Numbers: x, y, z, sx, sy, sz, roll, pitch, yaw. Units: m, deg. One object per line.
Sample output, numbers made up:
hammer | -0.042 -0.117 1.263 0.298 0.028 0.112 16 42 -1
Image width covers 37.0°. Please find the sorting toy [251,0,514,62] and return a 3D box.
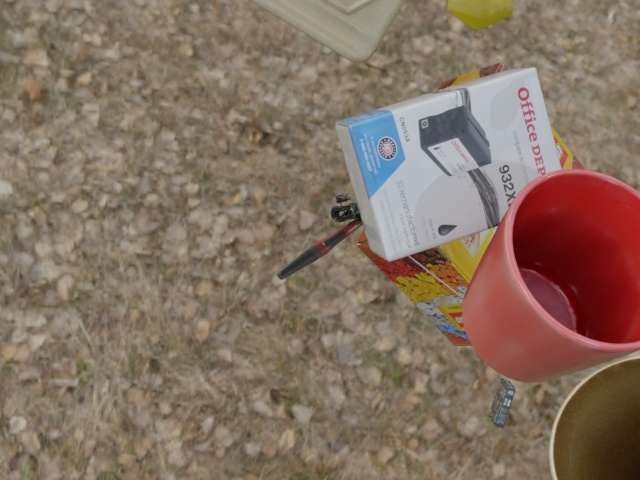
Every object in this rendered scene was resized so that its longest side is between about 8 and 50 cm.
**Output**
sorting toy | 0.050 -0.287 0.876 0.307 0.229 0.041 30 12 -9

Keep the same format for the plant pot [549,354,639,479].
plant pot | 0.454 0.302 1.230 0.254 0.237 0.237 39 27 -45

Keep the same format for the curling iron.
curling iron | 0.000 0.000 1.774 0.035 0.274 0.068 -14 68 -43

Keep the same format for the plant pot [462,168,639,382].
plant pot | 0.337 0.073 1.357 0.275 0.243 0.275 7 61 -13

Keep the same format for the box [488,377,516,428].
box | 0.358 0.320 1.883 0.018 0.083 0.067 17 5 -3

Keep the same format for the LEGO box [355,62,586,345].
LEGO box | 0.351 -0.078 2.115 0.372 0.193 0.500 45 57 -26

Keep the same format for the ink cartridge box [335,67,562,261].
ink cartridge box | 0.206 -0.122 1.501 0.307 0.223 0.129 -18 10 -7
